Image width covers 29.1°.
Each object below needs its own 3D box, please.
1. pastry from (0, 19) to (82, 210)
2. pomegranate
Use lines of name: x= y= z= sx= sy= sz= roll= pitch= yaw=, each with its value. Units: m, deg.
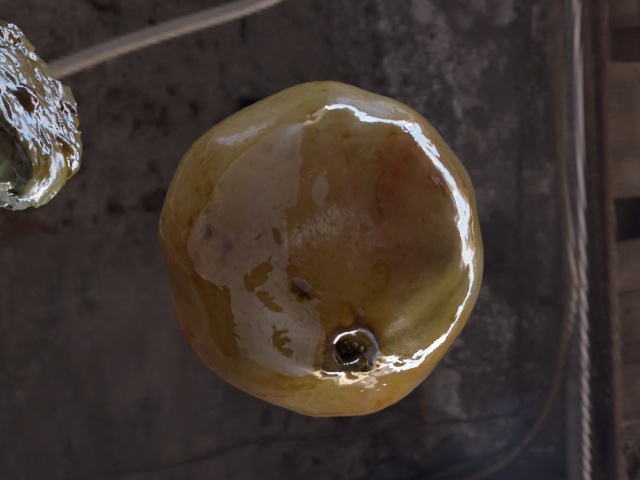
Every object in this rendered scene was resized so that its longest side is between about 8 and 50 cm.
pastry: x=-0.236 y=-0.091 z=0.889 sx=0.081 sy=0.153 sz=0.153 roll=-33 pitch=-113 yaw=16
pomegranate: x=0.000 y=0.000 z=1.473 sx=0.411 sy=0.411 sz=0.411 roll=11 pitch=-76 yaw=50
